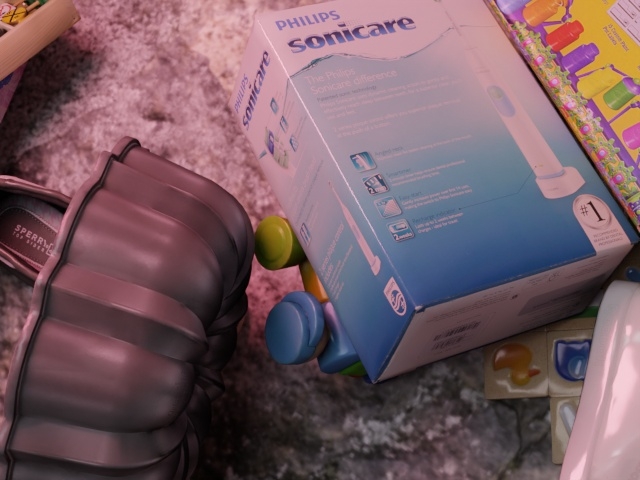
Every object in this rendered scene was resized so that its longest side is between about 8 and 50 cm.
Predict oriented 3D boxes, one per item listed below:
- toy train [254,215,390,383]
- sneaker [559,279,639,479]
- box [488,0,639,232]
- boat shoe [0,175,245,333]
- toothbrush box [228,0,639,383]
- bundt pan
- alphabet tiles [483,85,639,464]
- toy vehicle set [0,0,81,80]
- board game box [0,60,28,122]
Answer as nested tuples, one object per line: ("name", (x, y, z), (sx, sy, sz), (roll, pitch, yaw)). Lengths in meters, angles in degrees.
("toy train", (0.000, 0.000, 1.170), (0.105, 0.143, 0.248), (-32, 63, 40))
("sneaker", (0.258, 0.174, 1.029), (0.123, 0.106, 0.290), (7, 77, 28))
("box", (0.319, -0.164, 1.059), (0.279, 0.177, 0.290), (-33, 64, 12))
("boat shoe", (-0.230, 0.023, 1.305), (0.335, 0.095, 0.112), (23, 86, 27))
("toothbrush box", (0.084, -0.060, 1.103), (0.216, 0.126, 0.295), (-16, 64, -26))
("bundt pan", (-0.141, 0.089, 1.081), (0.124, 0.331, 0.331), (16, 82, 3))
("alphabet tiles", (0.276, 0.018, 1.133), (0.285, 0.011, 0.342), (-6, 73, 22))
("toy vehicle set", (-0.388, -0.228, 1.403), (0.166, 0.035, 0.267), (-43, 42, -19))
("board game box", (-0.490, -0.082, 1.387), (0.319, 0.066, 0.318), (-12, 41, 21))
